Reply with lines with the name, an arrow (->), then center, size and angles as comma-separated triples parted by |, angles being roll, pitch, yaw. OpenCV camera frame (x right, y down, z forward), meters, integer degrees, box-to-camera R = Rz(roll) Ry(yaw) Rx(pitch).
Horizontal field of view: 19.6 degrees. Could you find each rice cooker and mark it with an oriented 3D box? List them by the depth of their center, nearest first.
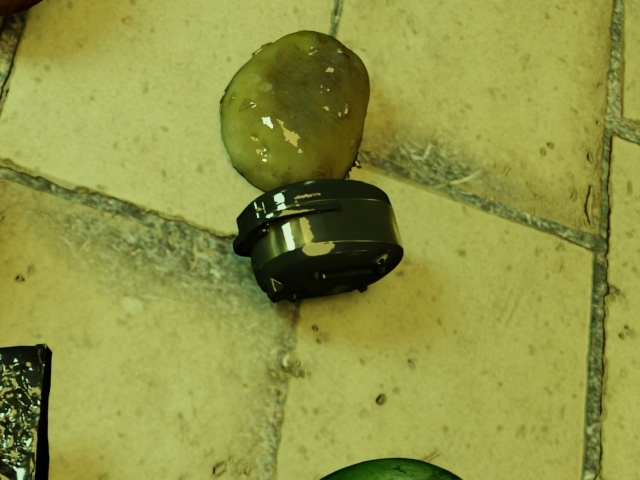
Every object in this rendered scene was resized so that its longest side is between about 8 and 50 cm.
rice cooker -> 0.000, 0.000, 1.794 | 0.165, 0.112, 0.106 | -11, 71, -30

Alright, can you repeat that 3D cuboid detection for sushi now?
sushi -> -0.304, 0.169, 1.529 | 0.150, 0.153, 0.172 | 2, 80, -3

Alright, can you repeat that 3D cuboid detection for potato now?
potato -> -0.013, -0.137, 1.896 | 0.164, 0.081, 0.200 | 27, 55, -8

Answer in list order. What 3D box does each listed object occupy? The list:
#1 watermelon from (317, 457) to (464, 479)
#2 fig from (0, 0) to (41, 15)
watermelon -> 0.056, 0.304, 1.549 | 0.242, 0.242, 0.242 | 12, 56, -18
fig -> -0.333, -0.316, 1.806 | 0.205, 0.205, 0.205 | 12, 56, -18
